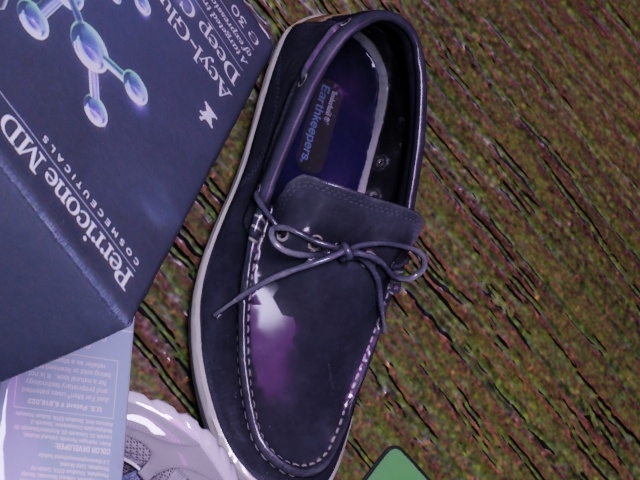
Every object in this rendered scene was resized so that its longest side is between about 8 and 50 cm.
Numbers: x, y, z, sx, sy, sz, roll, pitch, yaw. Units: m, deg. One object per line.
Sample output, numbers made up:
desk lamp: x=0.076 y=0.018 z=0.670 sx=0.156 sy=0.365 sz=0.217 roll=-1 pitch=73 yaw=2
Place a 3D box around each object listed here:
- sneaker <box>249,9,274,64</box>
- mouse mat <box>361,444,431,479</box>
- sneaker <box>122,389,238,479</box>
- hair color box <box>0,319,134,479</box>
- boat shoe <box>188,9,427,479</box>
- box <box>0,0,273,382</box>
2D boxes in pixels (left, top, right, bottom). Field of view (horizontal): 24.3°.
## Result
sneaker: x=-0.173 y=-0.199 z=1.395 sx=0.272 sy=0.100 sz=0.108 roll=12 pitch=86 yaw=-24
mouse mat: x=0.067 y=0.315 z=1.454 sx=0.152 sy=0.007 sz=0.189 roll=49 pitch=60 yaw=-11
sneaker: x=-0.123 y=0.245 z=1.292 sx=0.281 sy=0.105 sz=0.115 roll=49 pitch=51 yaw=-12
hair color box: x=-0.247 y=0.223 z=1.185 sx=0.114 sy=0.185 sz=0.374 roll=11 pitch=73 yaw=-30
boat shoe: x=0.000 y=0.000 z=1.406 sx=0.187 sy=0.156 sz=0.500 roll=21 pitch=70 yaw=-27
box: x=-0.234 y=-0.126 z=1.039 sx=0.293 sy=0.212 sz=0.395 roll=55 pitch=29 yaw=-23
